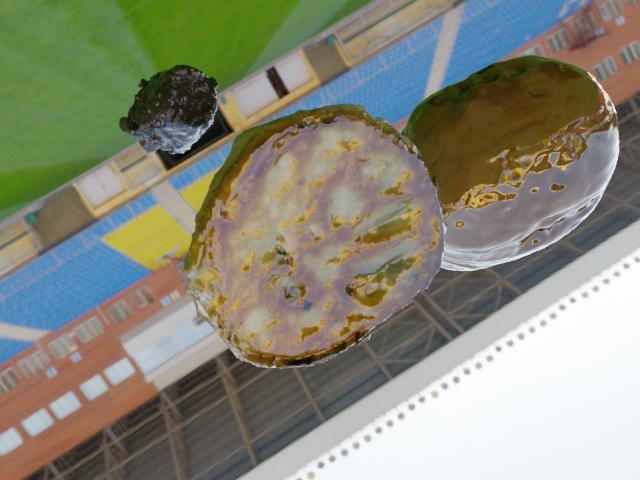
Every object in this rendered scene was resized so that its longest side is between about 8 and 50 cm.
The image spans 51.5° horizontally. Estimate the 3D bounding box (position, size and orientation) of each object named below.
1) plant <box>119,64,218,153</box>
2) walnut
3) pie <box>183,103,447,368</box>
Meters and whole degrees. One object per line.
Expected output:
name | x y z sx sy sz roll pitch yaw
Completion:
plant | -0.269 -0.225 1.184 0.203 0.143 0.131 -18 -124 44
walnut | 0.296 -0.124 1.102 0.398 0.307 0.354 -28 -179 -2
pie | 0.000 0.000 0.742 0.315 0.315 0.092 -32 -151 -3
